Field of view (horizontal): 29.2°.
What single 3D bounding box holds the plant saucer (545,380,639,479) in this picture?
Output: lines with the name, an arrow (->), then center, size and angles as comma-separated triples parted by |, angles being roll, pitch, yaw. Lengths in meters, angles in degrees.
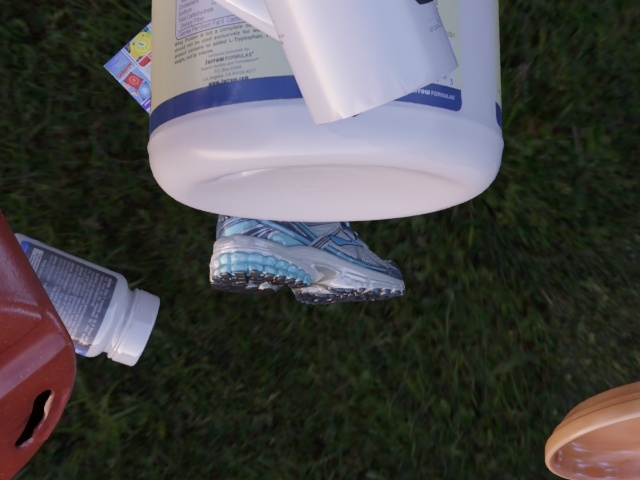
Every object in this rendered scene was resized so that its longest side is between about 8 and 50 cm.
plant saucer -> 0.285, 0.157, 1.024 | 0.200, 0.200, 0.037 | -9, 62, 7

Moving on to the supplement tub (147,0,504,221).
supplement tub -> 0.002, -0.188, 0.835 | 0.236, 0.235, 0.324 | -1, 80, 6

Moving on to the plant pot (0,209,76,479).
plant pot -> -0.273, 0.013, 0.618 | 0.272, 0.272, 0.265 | -44, 64, 7

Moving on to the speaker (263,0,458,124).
speaker -> -0.003, -0.109, 0.409 | 0.055, 0.055, 0.136 | -21, 100, 7

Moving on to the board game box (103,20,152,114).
board game box -> -0.201, -0.277, 1.821 | 0.201, 0.035, 0.136 | -41, 103, 8

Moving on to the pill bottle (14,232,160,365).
pill bottle -> -0.212, 0.053, 1.052 | 0.137, 0.078, 0.078 | 23, 96, -13

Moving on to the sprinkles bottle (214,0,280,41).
sprinkles bottle -> 0.060, -0.243, 0.468 | 0.121, 0.121, 0.355 | 36, 105, 3

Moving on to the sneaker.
sneaker -> 0.000, 0.000, 1.308 | 0.110, 0.283, 0.122 | -8, 77, 35
